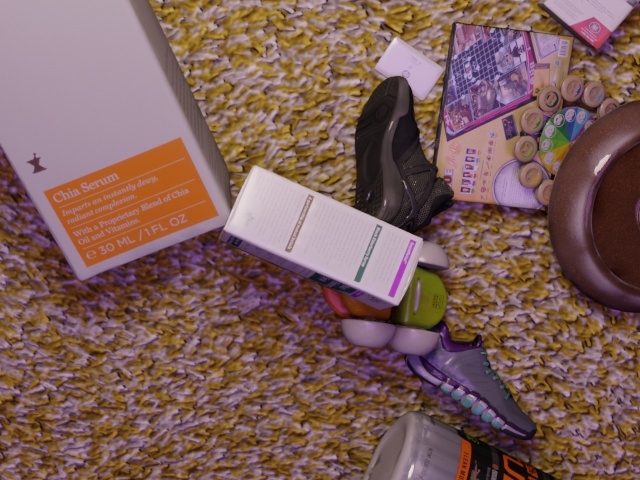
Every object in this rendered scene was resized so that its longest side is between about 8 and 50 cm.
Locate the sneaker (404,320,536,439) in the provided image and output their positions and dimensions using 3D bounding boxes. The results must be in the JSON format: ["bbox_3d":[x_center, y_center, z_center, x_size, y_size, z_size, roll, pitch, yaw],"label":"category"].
[{"bbox_3d":[0.234,0.198,1.567,0.224,0.083,0.098,34,95,-6],"label":"sneaker"}]

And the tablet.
[{"bbox_3d":[0.123,-0.239,1.512,0.083,0.006,0.054,33,100,-6],"label":"tablet"}]

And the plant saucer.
[{"bbox_3d":[0.470,-0.042,1.505,0.311,0.050,0.310,-3,104,-11],"label":"plant saucer"}]

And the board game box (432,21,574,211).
[{"bbox_3d":[0.248,-0.171,1.507,0.165,0.042,0.243,7,102,-2],"label":"board game box"}]

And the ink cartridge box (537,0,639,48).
[{"bbox_3d":[0.375,-0.341,1.464,0.099,0.056,0.135,38,100,-8],"label":"ink cartridge box"}]

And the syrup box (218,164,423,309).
[{"bbox_3d":[0.000,0.000,1.373,0.237,0.093,0.096,25,80,-6],"label":"syrup box"}]

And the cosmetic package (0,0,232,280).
[{"bbox_3d":[-0.300,-0.197,1.375,0.230,0.161,0.453,-22,119,4],"label":"cosmetic package"}]

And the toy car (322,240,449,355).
[{"bbox_3d":[0.086,0.074,1.511,0.182,0.136,0.159,12,80,-32],"label":"toy car"}]

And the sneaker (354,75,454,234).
[{"bbox_3d":[0.116,-0.108,1.486,0.130,0.087,0.227,22,59,-37],"label":"sneaker"}]

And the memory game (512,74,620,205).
[{"bbox_3d":[0.344,-0.133,1.495,0.186,0.012,0.186,-6,106,-23],"label":"memory game"}]

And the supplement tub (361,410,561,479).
[{"bbox_3d":[0.231,0.400,1.544,0.338,0.207,0.207,27,101,-6],"label":"supplement tub"}]
